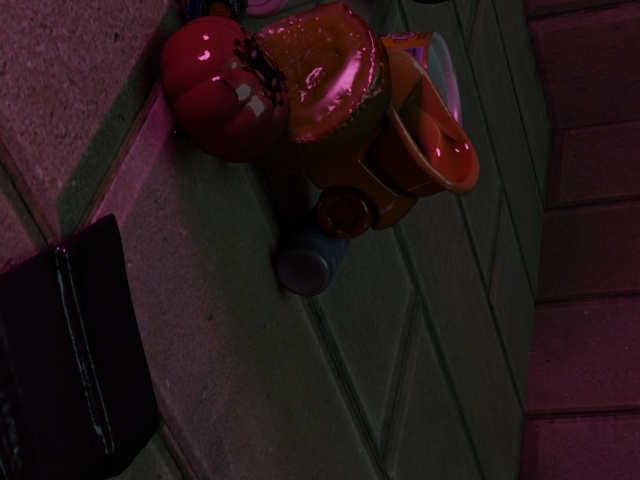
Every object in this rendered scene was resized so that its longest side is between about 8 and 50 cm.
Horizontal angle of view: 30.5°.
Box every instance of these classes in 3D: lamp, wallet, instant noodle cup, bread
[{"bbox_3d":[-0.118,-0.174,1.382,0.182,0.140,0.182,48,26,-34],"label":"lamp"},{"bbox_3d":[-0.233,0.126,1.104,0.323,0.041,0.247,-43,125,-69],"label":"wallet"},{"bbox_3d":[0.110,-0.225,1.904,0.264,0.200,0.264,-8,90,-70],"label":"instant noodle cup"},{"bbox_3d":[-0.018,-0.201,1.511,0.070,0.236,0.236,51,38,-55],"label":"bread"}]

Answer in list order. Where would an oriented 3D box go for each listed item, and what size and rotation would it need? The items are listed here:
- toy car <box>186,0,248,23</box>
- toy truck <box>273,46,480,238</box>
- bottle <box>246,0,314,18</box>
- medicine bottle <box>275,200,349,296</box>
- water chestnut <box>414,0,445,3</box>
[{"bbox_3d":[-0.138,-0.338,1.435,0.097,0.100,0.191,-71,168,-50],"label":"toy car"},{"bbox_3d":[0.064,-0.141,1.660,0.288,0.212,0.204,50,30,-9],"label":"toy truck"},{"bbox_3d":[-0.049,-0.378,1.658,0.245,0.104,0.104,-43,124,-64],"label":"bottle"},{"bbox_3d":[0.000,0.000,1.710,0.203,0.084,0.083,-61,140,-59],"label":"medicine bottle"},{"bbox_3d":[0.211,-0.596,2.102,0.335,0.347,0.335,42,40,-49],"label":"water chestnut"}]
